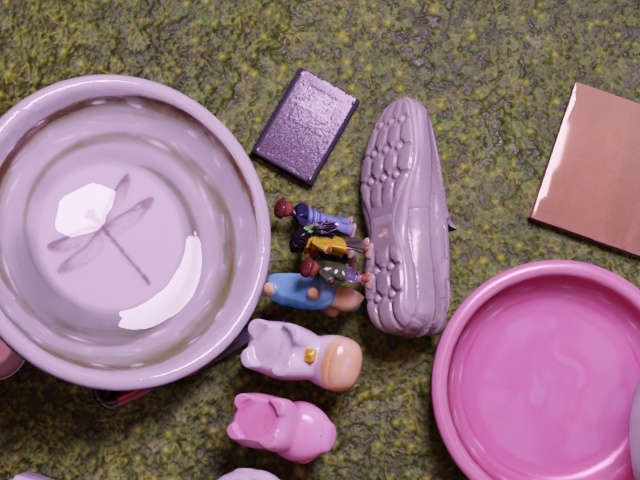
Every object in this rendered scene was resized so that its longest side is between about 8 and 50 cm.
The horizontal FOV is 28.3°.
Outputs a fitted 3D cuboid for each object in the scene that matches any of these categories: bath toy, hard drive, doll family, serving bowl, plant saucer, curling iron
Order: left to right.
[{"bbox_3d":[-0.424,0.142,1.665,0.083,0.027,0.083,0,84,-3],"label":"serving bowl"},{"bbox_3d":[-0.263,-0.007,1.617,0.401,0.100,0.400,4,79,-22],"label":"plant saucer"},{"bbox_3d":[-0.175,0.149,1.670,0.274,0.035,0.068,-20,85,-4],"label":"curling iron"},{"bbox_3d":[-0.039,0.221,1.625,0.151,0.129,0.348,14,81,22],"label":"bath toy"},{"bbox_3d":[-0.021,-0.153,1.714,0.094,0.022,0.135,30,84,1],"label":"hard drive"},{"bbox_3d":[0.000,0.000,1.629,0.111,0.193,0.076,10,102,-16],"label":"doll family"},{"bbox_3d":[0.306,0.193,1.660,0.332,0.084,0.332,0,83,-2],"label":"plant saucer"}]

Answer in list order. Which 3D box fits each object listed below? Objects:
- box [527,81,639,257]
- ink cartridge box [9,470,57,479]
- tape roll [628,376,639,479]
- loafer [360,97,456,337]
[{"bbox_3d":[0.390,-0.097,1.724,0.164,0.021,0.201,19,84,0],"label":"box"},{"bbox_3d":[-0.283,0.429,1.595,0.278,0.117,0.201,19,83,0],"label":"ink cartridge box"},{"bbox_3d":[0.569,0.258,1.555,0.392,0.072,0.392,5,68,-12],"label":"tape roll"},{"bbox_3d":[0.121,-0.029,1.676,0.111,0.112,0.319,13,75,-39],"label":"loafer"}]
